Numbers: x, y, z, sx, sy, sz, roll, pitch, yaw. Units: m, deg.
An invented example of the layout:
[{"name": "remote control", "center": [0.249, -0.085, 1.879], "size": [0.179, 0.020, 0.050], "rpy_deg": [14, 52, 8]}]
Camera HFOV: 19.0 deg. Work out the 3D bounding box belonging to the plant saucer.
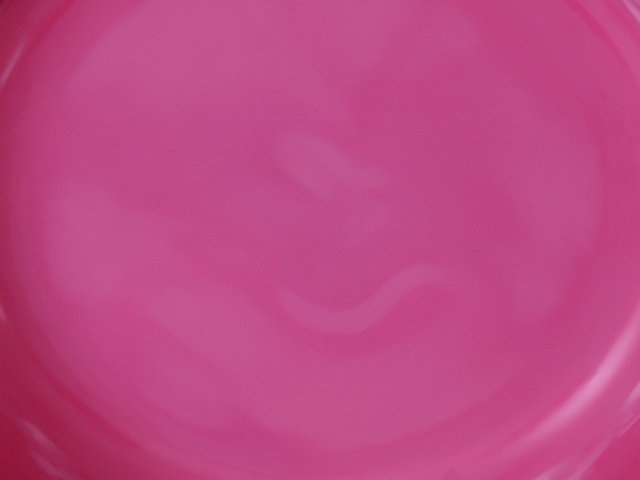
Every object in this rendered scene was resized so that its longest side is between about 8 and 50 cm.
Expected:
[{"name": "plant saucer", "center": [0.000, 0.000, 0.673], "size": [0.332, 0.084, 0.332], "rpy_deg": [-1, 118, -1]}]
